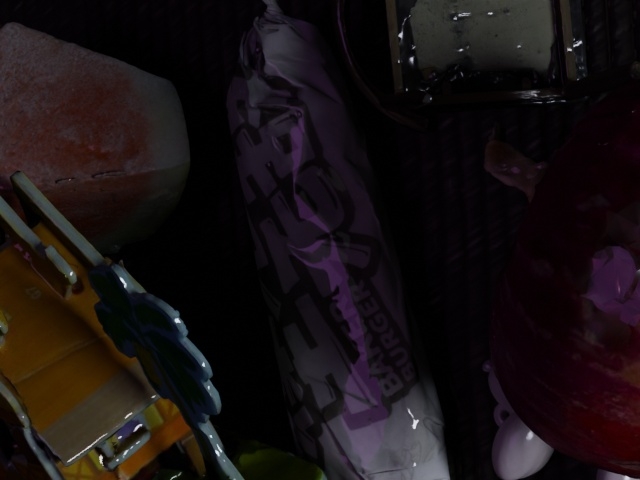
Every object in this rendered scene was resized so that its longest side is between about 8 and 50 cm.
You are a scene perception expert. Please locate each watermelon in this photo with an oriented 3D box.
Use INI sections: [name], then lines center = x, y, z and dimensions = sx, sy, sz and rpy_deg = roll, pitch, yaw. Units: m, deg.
[watermelon]
center = -0.256, -0.061, 1.506
dimensions = 0.310, 0.232, 0.193
rpy_deg = -7, 57, 54

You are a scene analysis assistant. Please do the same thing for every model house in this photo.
[model house]
center = -0.214, 0.121, 1.342
dimensions = 0.358, 0.242, 0.312
rpy_deg = 11, 136, 57

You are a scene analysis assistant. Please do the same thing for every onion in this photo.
[onion]
center = 0.216, 0.026, 1.104
dimensions = 0.272, 0.230, 0.256
rpy_deg = 3, 81, 17

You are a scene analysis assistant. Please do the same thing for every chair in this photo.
[chair]
center = 0.113, -0.179, 1.242
dimensions = 0.272, 0.166, 0.188
rpy_deg = -177, 81, -79

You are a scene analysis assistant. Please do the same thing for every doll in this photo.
[doll]
center = 0.194, 0.133, 1.268
dimensions = 0.160, 0.059, 0.161
rpy_deg = -46, 69, 30

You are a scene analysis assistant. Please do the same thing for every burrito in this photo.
[burrito]
center = 0.000, 0.000, 1.377
dimensions = 0.139, 0.101, 0.445
rpy_deg = -16, 88, 49
